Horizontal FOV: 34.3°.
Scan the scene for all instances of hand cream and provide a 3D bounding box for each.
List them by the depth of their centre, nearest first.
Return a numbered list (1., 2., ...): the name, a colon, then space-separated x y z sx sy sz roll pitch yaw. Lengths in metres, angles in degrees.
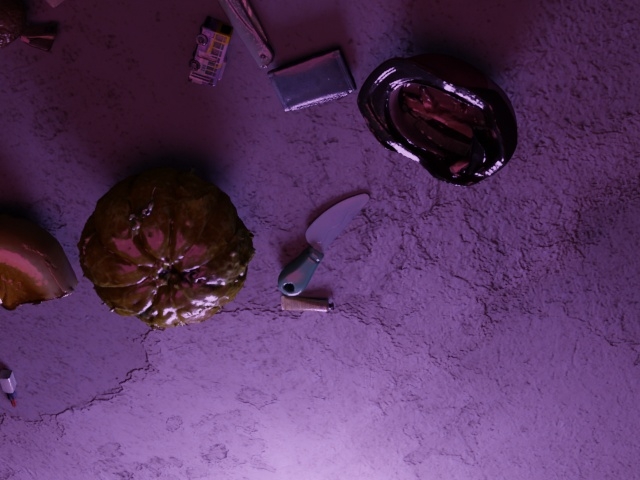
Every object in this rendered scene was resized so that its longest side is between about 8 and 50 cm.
1. hand cream: -0.025 0.123 1.988 0.102 0.022 0.035 4 127 10

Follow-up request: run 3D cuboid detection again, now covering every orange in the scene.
1. orange: -0.259 0.008 1.806 0.301 0.223 0.300 27 120 -20

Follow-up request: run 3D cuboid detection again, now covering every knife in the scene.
1. knife: -0.120 -0.349 1.651 0.044 0.023 0.162 -24 120 16
2. knife: -0.002 -0.001 1.894 0.063 0.034 0.260 32 117 -9

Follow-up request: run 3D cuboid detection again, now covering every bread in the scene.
1. bread: -0.565 0.025 1.898 0.260 0.158 0.156 27 114 -13

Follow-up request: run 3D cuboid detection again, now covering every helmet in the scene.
1. helmet: 0.204 -0.209 1.646 0.253 0.154 0.198 45 140 -4

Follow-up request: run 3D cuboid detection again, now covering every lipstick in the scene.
1. lipstick: -0.655 0.317 2.187 0.025 0.025 0.107 4 132 4

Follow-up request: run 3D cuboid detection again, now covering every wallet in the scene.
1. wallet: -0.013 -0.263 1.700 0.129 0.026 0.088 -16 127 15

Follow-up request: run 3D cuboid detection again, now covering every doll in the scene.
1. doll: -0.527 -0.361 1.638 0.221 0.115 0.105 37 111 -27

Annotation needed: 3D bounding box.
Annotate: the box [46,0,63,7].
1. box: -0.367 -0.482 1.553 0.243 0.067 0.155 -31 116 24

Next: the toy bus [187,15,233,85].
1. toy bus: -0.177 -0.302 1.674 0.058 0.052 0.102 18 124 -6
